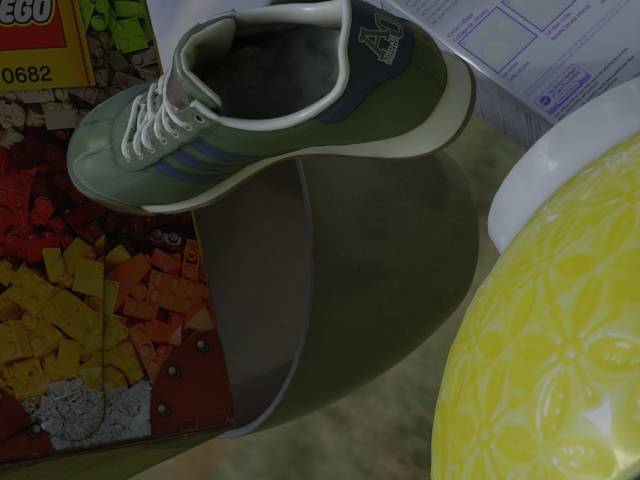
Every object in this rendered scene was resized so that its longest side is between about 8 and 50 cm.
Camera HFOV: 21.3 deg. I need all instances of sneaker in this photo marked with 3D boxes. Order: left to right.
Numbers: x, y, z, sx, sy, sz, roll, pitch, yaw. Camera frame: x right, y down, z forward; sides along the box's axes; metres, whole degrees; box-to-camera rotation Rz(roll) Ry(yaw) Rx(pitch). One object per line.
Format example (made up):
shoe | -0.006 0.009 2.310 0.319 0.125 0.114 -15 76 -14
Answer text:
sneaker | -0.040 -0.061 0.689 0.086 0.192 0.064 32 -125 -53

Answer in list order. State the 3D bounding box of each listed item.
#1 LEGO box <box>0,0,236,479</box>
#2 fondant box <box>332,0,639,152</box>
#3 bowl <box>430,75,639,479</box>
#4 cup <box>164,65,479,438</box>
LEGO box | -0.275 0.015 1.223 0.500 0.193 0.373 -34 67 59
fondant box | 0.195 -0.238 1.575 0.238 0.330 0.096 -43 -26 -12
bowl | 0.152 0.027 0.659 0.289 0.156 0.289 -23 -29 -14
cup | 0.000 0.000 1.517 0.331 0.237 0.331 6 97 57
